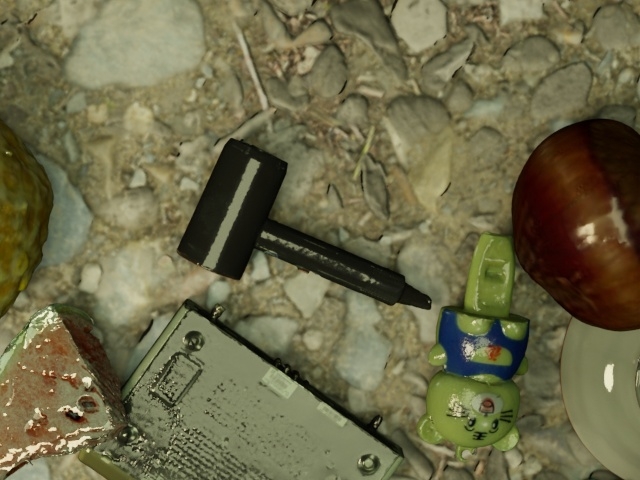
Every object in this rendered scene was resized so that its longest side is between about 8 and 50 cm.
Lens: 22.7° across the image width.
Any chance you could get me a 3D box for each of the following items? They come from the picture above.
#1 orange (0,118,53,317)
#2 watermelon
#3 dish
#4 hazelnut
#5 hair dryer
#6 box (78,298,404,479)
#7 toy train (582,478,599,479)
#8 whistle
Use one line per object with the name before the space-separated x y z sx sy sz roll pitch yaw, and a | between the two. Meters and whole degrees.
orange | -0.432 -0.044 1.443 0.369 0.210 0.271 28 86 -5
watermelon | -0.249 0.162 1.539 0.139 0.071 0.187 25 90 16
dish | 0.372 0.131 1.572 0.260 0.085 0.260 0 96 -3
hazelnut | 0.269 -0.010 1.505 0.178 0.178 0.204 -39 95 1
hair dryer | 0.000 0.000 1.558 0.255 0.070 0.128 21 94 -12
box | -0.075 0.205 1.576 0.270 0.045 0.211 37 94 -6
toy train | 0.254 0.278 1.605 0.148 0.038 0.071 -2 99 -3
whistle | 0.158 0.106 1.558 0.105 0.085 0.227 8 95 -13
